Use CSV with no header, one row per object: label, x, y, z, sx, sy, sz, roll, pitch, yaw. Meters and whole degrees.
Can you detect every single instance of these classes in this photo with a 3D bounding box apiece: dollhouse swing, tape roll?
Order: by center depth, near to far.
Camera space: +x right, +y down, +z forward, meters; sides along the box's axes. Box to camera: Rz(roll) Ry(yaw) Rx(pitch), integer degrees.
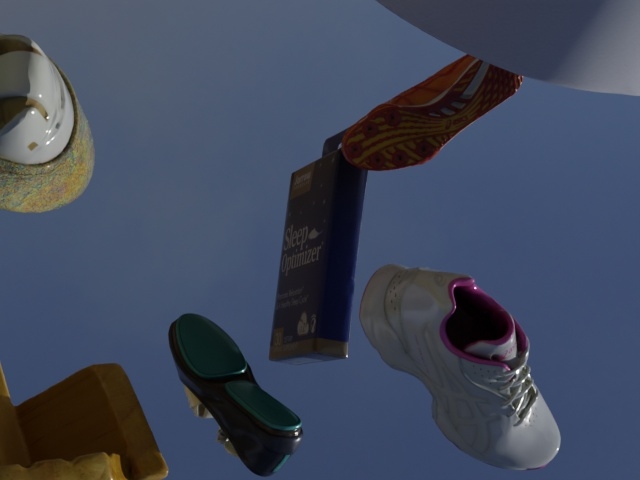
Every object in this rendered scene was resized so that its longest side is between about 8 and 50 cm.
tape roll,0.120,-0.209,0.837,0.286,0.286,0.100,-44,164,-51
dollhouse swing,-0.368,0.104,1.244,0.347,0.305,0.315,-1,162,-37

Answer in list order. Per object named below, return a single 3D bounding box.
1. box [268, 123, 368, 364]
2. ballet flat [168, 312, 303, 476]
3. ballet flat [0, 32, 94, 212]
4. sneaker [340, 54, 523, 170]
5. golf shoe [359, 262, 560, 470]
box,0.000,0.000,1.353,0.037,0.225,0.136,12,169,-19
ballet flat,-0.086,0.143,1.311,0.074,0.074,0.203,-28,-138,-19
ballet flat,-0.240,-0.104,0.905,0.123,0.123,0.348,-8,159,37
sneaker,0.098,-0.113,1.275,0.175,0.064,0.067,-27,-166,-2
golf shoe,0.173,0.142,1.536,0.140,0.306,0.115,-11,-139,50
